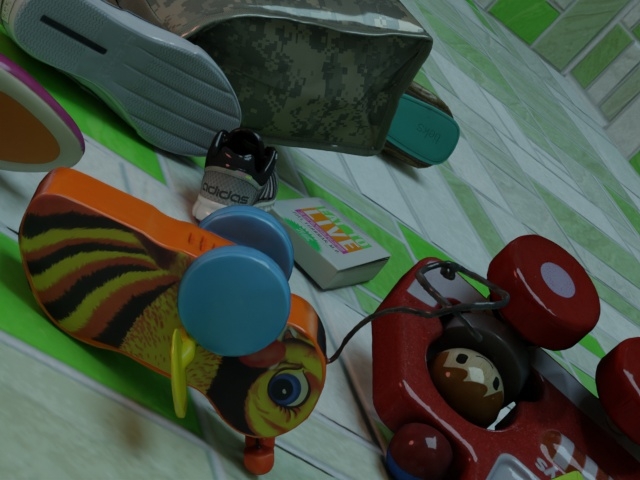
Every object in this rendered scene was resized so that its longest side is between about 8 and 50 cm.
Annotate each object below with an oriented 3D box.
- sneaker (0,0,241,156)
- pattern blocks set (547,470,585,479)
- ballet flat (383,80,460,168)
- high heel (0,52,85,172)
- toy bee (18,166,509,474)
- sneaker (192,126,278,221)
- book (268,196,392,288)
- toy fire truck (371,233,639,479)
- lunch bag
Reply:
[{"bbox_3d":[-0.170,-0.161,1.407,0.258,0.094,0.091,36,9,-41],"label":"sneaker"},{"bbox_3d":[0.216,0.295,1.127,0.325,0.026,0.285,-18,81,-57],"label":"pattern blocks set"},{"bbox_3d":[0.038,-0.186,1.982,0.124,0.116,0.342,31,4,40],"label":"ballet flat"},{"bbox_3d":[-0.266,-0.135,1.130,0.244,0.082,0.117,25,32,-17],"label":"high heel"},{"bbox_3d":[-0.057,0.069,1.056,0.298,0.162,0.195,22,20,15],"label":"toy bee"},{"bbox_3d":[-0.065,-0.063,1.422,0.063,0.075,0.170,21,17,4],"label":"sneaker"},{"bbox_3d":[0.000,0.000,1.535,0.096,0.035,0.144,44,17,13],"label":"book"},{"bbox_3d":[0.162,0.155,1.336,0.302,0.169,0.254,43,34,-2],"label":"toy fire truck"},{"bbox_3d":[-0.075,-0.214,1.617,0.287,0.169,0.235,5,36,-33],"label":"lunch bag"}]
